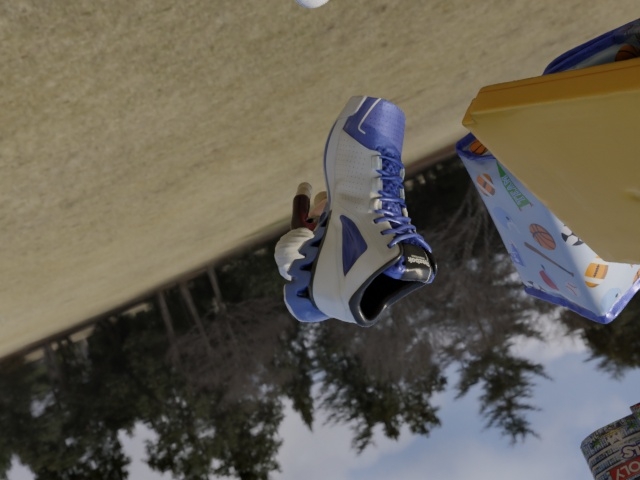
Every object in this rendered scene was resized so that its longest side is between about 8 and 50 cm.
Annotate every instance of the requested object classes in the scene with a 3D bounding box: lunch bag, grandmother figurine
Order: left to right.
[{"bbox_3d":[0.000,0.000,1.352,0.104,0.208,0.342,-37,180,19],"label":"grandmother figurine"},{"bbox_3d":[0.455,-0.124,1.215,0.385,0.328,0.239,-40,-152,-12],"label":"lunch bag"}]

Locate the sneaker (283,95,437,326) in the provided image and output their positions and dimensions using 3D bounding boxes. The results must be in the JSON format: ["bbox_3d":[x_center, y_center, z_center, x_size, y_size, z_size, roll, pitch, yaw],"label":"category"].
[{"bbox_3d":[0.083,-0.021,0.999,0.182,0.316,0.127,16,179,43],"label":"sneaker"}]

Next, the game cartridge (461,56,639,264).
[{"bbox_3d":[0.341,-0.067,0.796,0.285,0.323,0.053,5,-119,57],"label":"game cartridge"}]

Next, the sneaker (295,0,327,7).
[{"bbox_3d":[-0.036,-0.372,0.930,0.080,0.212,0.094,-24,170,0],"label":"sneaker"}]

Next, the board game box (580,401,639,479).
[{"bbox_3d":[0.459,0.302,1.001,0.194,0.060,0.194,-31,-156,15],"label":"board game box"}]
